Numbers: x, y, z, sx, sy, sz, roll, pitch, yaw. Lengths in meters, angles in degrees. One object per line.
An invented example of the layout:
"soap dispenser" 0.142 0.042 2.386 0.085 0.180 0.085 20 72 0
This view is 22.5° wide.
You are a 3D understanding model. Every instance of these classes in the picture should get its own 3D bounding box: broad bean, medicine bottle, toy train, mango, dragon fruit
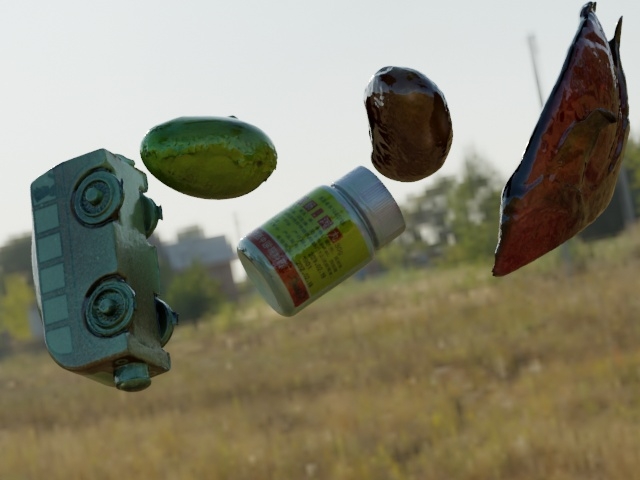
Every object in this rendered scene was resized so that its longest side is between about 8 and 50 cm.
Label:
"broad bean" 0.093 -0.126 1.711 0.114 0.084 0.165 28 -23 23
"medicine bottle" 0.000 0.000 2.361 0.225 0.139 0.139 -34 5 -14
"toy train" -0.282 0.045 2.068 0.159 0.326 0.129 -19 -23 22
"mango" -0.138 -0.108 1.979 0.178 0.100 0.119 6 -35 -29
"dragon fruit" 0.269 -0.105 1.683 0.100 0.282 0.343 16 19 12
